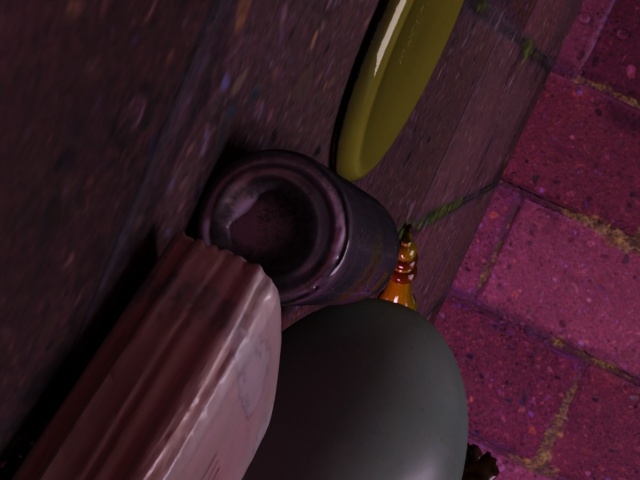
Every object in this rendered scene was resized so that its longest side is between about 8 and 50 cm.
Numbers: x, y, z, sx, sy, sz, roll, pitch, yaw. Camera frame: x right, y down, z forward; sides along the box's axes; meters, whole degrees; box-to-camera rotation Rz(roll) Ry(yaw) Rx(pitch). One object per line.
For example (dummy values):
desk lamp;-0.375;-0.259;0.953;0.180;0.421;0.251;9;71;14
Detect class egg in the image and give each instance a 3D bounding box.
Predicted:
egg;0.009;0.145;0.877;0.168;0.168;0.231;91;23;-69

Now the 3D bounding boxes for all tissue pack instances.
tissue pack;-0.114;0.167;0.547;0.325;0.071;0.170;-59;168;-28

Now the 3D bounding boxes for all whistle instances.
whistle;0.094;0.029;1.446;0.057;0.046;0.109;-38;150;-38

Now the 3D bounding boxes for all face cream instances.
face cream;0.000;0.000;0.735;0.073;0.073;0.283;-65;171;2

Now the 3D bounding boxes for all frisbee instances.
frisbee;0.066;-0.145;0.895;0.236;0.017;0.236;-61;170;-19

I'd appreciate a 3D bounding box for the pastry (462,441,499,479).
pastry;0.017;0.360;1.104;0.337;0.292;0.405;-71;-178;-54
